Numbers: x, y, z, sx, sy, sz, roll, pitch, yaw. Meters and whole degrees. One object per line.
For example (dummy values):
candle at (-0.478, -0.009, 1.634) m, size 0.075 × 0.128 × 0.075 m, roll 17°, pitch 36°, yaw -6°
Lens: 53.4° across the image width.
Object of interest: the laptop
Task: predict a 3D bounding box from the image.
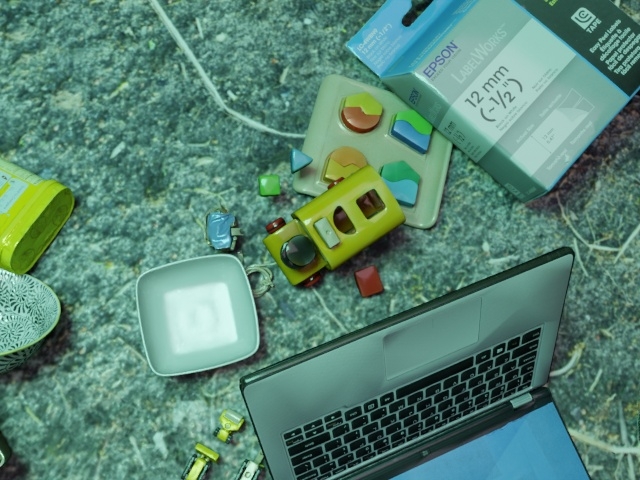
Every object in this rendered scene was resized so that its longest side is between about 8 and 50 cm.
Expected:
laptop at (0.160, 0.279, 0.703) m, size 0.382 × 0.407 × 0.236 m, roll -21°, pitch 44°, yaw -12°

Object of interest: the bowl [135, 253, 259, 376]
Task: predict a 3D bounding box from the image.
bowl at (-0.153, 0.095, 0.805) m, size 0.142 × 0.053 × 0.141 m, roll -12°, pitch 76°, yaw -9°

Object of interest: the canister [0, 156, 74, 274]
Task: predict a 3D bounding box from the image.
canister at (-0.421, -0.049, 0.801) m, size 0.170 × 0.073 × 0.126 m, roll 26°, pitch 64°, yaw 3°

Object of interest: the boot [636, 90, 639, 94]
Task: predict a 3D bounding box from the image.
boot at (0.343, -0.265, 0.961) m, size 0.229 × 0.091 × 0.263 m, roll -38°, pitch 78°, yaw -10°

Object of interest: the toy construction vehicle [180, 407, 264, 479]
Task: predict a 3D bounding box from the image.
toy construction vehicle at (-0.109, 0.264, 0.777) m, size 0.086 × 0.035 × 0.098 m, roll 23°, pitch 70°, yaw 11°

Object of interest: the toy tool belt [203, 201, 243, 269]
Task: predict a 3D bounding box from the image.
toy tool belt at (-0.127, -0.005, 0.838) m, size 0.052 × 0.051 × 0.083 m, roll -10°, pitch 76°, yaw -9°

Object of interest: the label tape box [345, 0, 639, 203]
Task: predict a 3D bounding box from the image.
label tape box at (0.243, -0.259, 0.867) m, size 0.348 × 0.115 × 0.249 m, roll 43°, pitch 87°, yaw 3°

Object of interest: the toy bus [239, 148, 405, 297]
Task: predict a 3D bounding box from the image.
toy bus at (0.007, -0.011, 0.810) m, size 0.191 × 0.104 × 0.202 m, roll 11°, pitch 87°, yaw -7°

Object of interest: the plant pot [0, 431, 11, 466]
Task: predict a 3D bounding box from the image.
plant pot at (-0.413, 0.232, 0.712) m, size 0.109 × 0.096 × 0.109 m, roll -32°, pitch 81°, yaw -15°

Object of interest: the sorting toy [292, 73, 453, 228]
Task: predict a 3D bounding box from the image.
sorting toy at (0.082, -0.132, 0.906) m, size 0.208 × 0.038 × 0.192 m, roll 15°, pitch 73°, yaw -2°

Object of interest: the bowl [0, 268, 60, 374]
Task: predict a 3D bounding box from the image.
bowl at (-0.398, 0.109, 0.744) m, size 0.170 × 0.170 × 0.080 m, roll 14°, pitch 118°, yaw -8°
